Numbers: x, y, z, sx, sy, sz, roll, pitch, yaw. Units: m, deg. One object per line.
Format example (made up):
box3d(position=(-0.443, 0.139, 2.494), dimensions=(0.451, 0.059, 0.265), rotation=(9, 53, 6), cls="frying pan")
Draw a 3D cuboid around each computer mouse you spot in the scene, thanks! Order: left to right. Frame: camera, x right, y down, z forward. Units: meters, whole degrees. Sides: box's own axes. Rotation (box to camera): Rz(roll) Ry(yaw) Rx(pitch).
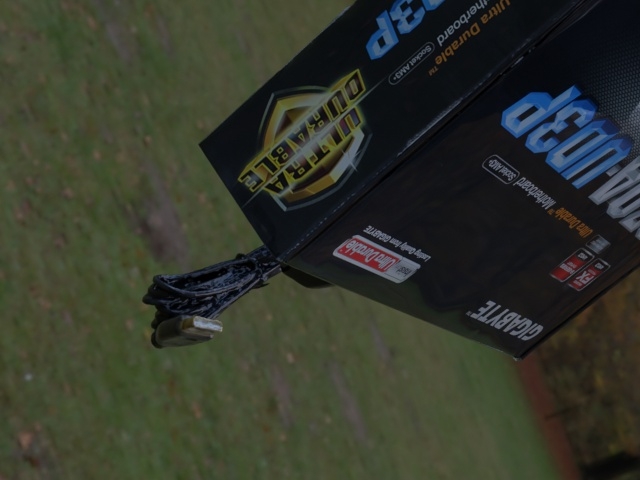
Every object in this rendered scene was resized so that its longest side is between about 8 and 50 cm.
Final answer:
box3d(position=(0.000, 0.000, 0.825), dimensions=(0.262, 0.184, 0.060), rotation=(-9, -74, 56), cls="computer mouse")

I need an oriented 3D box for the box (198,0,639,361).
box3d(position=(0.086, -0.044, 0.478), dimensions=(0.051, 0.175, 0.220), rotation=(56, 14, 25), cls="box")
